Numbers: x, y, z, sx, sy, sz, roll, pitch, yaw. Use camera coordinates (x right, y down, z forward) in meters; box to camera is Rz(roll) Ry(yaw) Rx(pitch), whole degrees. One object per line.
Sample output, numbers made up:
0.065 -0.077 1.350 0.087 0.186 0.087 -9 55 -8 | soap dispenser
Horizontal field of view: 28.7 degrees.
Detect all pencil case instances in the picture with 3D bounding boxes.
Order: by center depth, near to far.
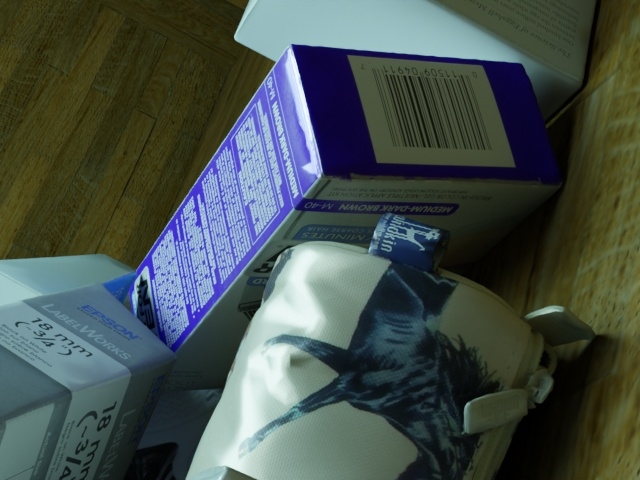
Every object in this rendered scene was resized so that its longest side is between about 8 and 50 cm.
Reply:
-0.006 0.195 0.636 0.183 0.160 0.410 -2 59 45 | pencil case

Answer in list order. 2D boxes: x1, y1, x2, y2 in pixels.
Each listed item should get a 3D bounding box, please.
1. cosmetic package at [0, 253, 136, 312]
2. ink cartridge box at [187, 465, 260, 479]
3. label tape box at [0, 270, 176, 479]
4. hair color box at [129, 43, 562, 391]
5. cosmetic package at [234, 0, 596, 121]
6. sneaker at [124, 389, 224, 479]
-0.283 0.198 1.092 0.377 0.097 0.284 -63 -6 4 | cosmetic package
0.013 0.191 0.492 0.139 0.191 0.082 -67 11 -18 | ink cartridge box
-0.205 0.164 0.853 0.240 0.106 0.334 -66 -16 14 | label tape box
0.000 0.000 0.918 0.339 0.185 0.110 -47 49 53 | hair color box
0.085 -0.211 0.947 0.138 0.224 0.224 -47 20 51 | cosmetic package
-0.117 0.274 1.005 0.366 0.137 0.210 -108 20 -48 | sneaker
